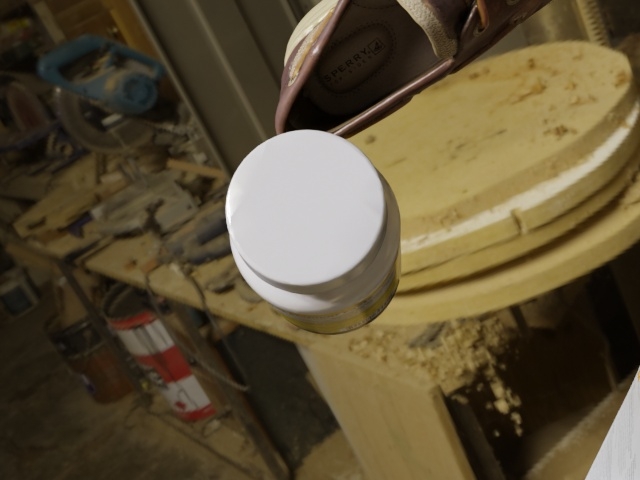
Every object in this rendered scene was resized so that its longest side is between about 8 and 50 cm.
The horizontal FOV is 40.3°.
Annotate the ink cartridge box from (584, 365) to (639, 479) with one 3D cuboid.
[{"bbox_3d":[0.340,0.309,0.954,0.071,0.330,0.324,21,28,10],"label":"ink cartridge box"}]

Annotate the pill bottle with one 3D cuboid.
[{"bbox_3d":[0.000,0.000,0.629,0.119,0.119,0.208,-28,-13,-1],"label":"pill bottle"}]

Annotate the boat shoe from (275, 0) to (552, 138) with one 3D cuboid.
[{"bbox_3d":[0.087,-0.168,0.580,0.342,0.123,0.123,-32,22,37],"label":"boat shoe"}]
